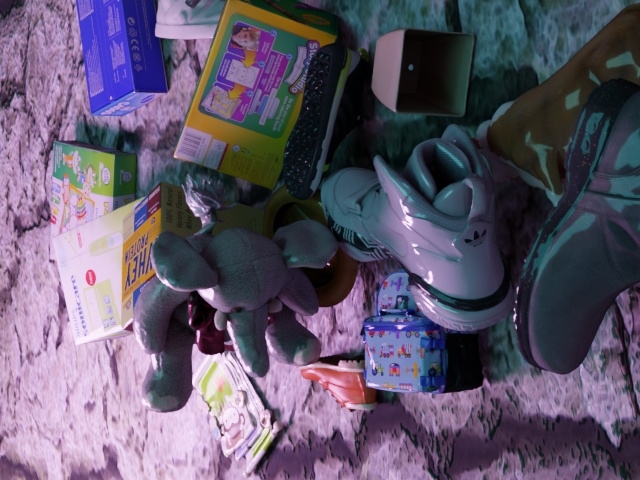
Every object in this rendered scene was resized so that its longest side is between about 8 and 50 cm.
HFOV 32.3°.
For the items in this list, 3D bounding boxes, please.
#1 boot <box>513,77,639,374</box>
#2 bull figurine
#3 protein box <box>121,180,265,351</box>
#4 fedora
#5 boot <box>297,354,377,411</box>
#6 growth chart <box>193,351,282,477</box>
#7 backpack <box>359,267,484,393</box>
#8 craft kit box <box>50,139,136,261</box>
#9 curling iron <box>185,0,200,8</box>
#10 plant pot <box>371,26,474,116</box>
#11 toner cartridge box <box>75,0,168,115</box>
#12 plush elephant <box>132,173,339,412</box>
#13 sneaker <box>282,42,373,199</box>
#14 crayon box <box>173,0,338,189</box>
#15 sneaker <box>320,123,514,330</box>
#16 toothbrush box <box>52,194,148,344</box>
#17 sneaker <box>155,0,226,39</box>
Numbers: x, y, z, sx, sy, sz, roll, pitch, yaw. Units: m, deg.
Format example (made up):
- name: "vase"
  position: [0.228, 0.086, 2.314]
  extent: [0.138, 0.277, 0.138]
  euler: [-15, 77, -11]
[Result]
- name: "boot"
  position: [0.331, 0.022, 1.104]
  extent: [0.223, 0.118, 0.338]
  euler: [31, 120, 40]
- name: "bull figurine"
  position: [0.295, -0.126, 1.266]
  extent: [0.310, 0.101, 0.188]
  euler: [-47, 63, 43]
- name: "protein box"
  position: [-0.192, 0.045, 1.733]
  extent: [0.136, 0.201, 0.199]
  euler: [-37, 47, 45]
- name: "fedora"
  position: [0.000, 0.000, 1.633]
  extent: [0.194, 0.079, 0.194]
  euler: [15, 113, 40]
- name: "boot"
  position: [0.025, 0.213, 1.647]
  extent: [0.158, 0.059, 0.084]
  euler: [-2, 97, 49]
- name: "growth chart"
  position: [-0.152, 0.286, 1.887]
  extent: [0.237, 0.021, 0.172]
  euler: [51, 130, 34]
- name: "backpack"
  position: [0.133, 0.110, 1.464]
  extent: [0.158, 0.117, 0.173]
  euler: [3, 93, 49]
- name: "craft kit box"
  position: [-0.451, -0.061, 2.181]
  extent: [0.247, 0.061, 0.249]
  euler: [13, 103, 45]
- name: "curling iron"
  position: [-0.129, -0.478, 1.714]
  extent: [0.068, 0.035, 0.274]
  euler: [36, 100, 31]
- name: "plant pot"
  position: [0.125, -0.224, 1.457]
  extent: [0.096, 0.109, 0.109]
  euler: [25, 113, 59]
- name: "toner cartridge box"
  position: [-0.377, -0.418, 2.044]
  extent: [0.165, 0.075, 0.347]
  euler: [-15, 82, 50]
- name: "plush elephant"
  position: [-0.115, 0.075, 1.489]
  extent: [0.255, 0.272, 0.329]
  euler: [-161, 63, -72]
- name: "sneaker"
  position: [0.023, -0.164, 1.565]
  extent: [0.084, 0.097, 0.234]
  euler: [16, 90, 55]
- name: "crayon box"
  position: [-0.098, -0.229, 1.655]
  extent: [0.081, 0.165, 0.278]
  euler: [-90, 21, -58]
- name: "sneaker"
  position: [0.110, -0.058, 1.391]
  extent: [0.366, 0.137, 0.210]
  euler: [43, 150, 48]
- name: "toothbrush box"
  position: [-0.326, 0.053, 1.955]
  extent: [0.283, 0.122, 0.206]
  euler: [-19, 82, 40]
- name: "sneaker"
  position: [-0.183, -0.410, 1.792]
  extent: [0.293, 0.108, 0.169]
  euler: [16, 108, 49]
